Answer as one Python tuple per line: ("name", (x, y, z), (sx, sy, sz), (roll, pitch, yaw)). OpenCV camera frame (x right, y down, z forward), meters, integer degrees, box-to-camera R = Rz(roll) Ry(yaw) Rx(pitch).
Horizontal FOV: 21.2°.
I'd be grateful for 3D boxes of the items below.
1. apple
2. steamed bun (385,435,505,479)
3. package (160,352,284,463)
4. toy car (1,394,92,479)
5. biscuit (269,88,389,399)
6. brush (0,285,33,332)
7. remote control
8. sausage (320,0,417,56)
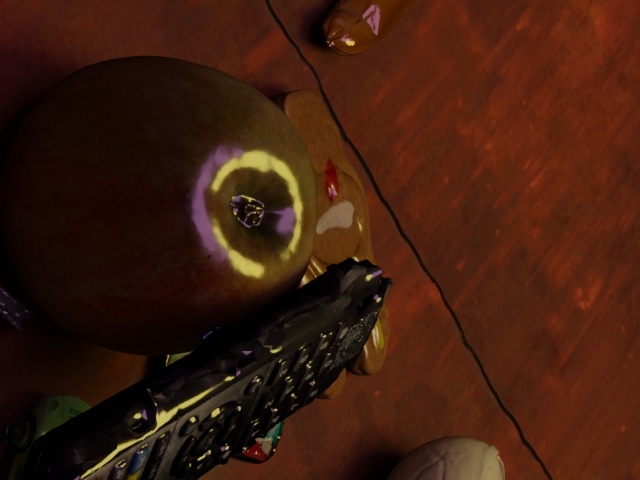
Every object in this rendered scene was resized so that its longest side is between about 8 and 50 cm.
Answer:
("apple", (-0.132, -0.029, 1.432), (0.257, 0.234, 0.256), (-1, 92, -40))
("steamed bun", (0.113, 0.306, 1.689), (0.177, 0.131, 0.228), (61, 33, -63))
("package", (-0.076, 0.084, 1.607), (0.166, 0.040, 0.232), (24, 69, -43))
("toy car", (-0.227, 0.219, 1.433), (0.093, 0.058, 0.186), (28, 68, -38))
("biscuit", (0.003, -0.001, 1.665), (0.186, 0.044, 0.295), (-27, 105, -61))
("brush", (-0.341, -0.025, 1.343), (0.323, 0.070, 0.051), (46, 60, -32))
("remote control", (-0.085, 0.120, 1.305), (0.399, 0.062, 0.144), (-29, 150, -48))
("sausage", (0.057, -0.243, 1.765), (0.062, 0.054, 0.183), (37, 58, 2))
